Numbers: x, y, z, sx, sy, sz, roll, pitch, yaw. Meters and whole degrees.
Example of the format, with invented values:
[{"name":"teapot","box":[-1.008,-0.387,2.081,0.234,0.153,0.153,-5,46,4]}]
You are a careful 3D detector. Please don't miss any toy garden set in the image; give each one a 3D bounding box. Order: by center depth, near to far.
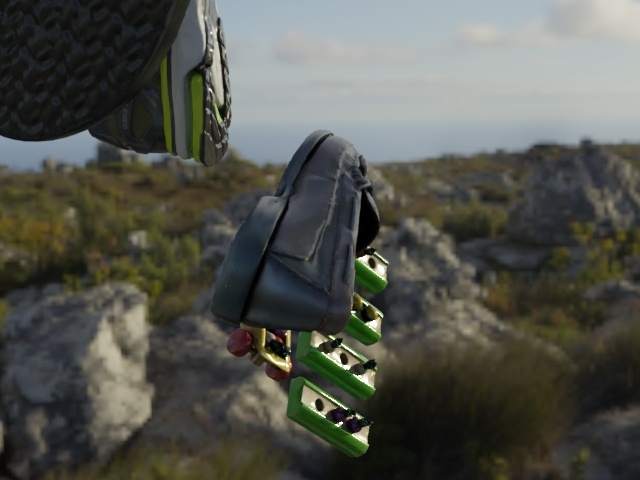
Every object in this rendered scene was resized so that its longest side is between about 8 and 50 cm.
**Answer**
[{"name":"toy garden set","box":[0.003,0.071,1.375,0.049,0.244,0.204,-20,-42,36]}]

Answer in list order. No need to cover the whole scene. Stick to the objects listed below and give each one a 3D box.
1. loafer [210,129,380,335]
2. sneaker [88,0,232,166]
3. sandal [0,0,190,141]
[{"name":"loafer","box":[0.000,0.000,0.892,0.084,0.096,0.267,21,23,5]},{"name":"sneaker","box":[-0.145,-0.205,1.051,0.121,0.300,0.111,-2,11,7]},{"name":"sandal","box":[-0.108,-0.258,0.898,0.167,0.446,0.107,35,19,21]}]
